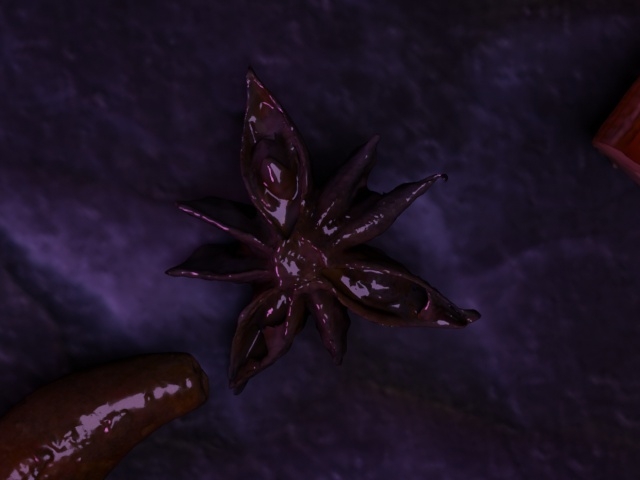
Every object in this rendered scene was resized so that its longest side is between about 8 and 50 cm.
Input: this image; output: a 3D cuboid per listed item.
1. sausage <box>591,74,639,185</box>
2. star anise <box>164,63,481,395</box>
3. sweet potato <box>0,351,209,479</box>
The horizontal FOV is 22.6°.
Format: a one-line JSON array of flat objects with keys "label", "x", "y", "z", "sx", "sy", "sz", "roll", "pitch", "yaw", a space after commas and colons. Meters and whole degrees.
[{"label": "sausage", "x": 0.237, "y": -0.139, "z": 0.640, "sx": 0.093, "sy": 0.093, "sz": 0.312, "roll": 35, "pitch": 94, "yaw": -17}, {"label": "star anise", "x": -0.007, "y": -0.009, "z": 0.641, "sx": 0.124, "sy": 0.056, "sz": 0.129, "roll": -18, "pitch": 104, "yaw": 15}, {"label": "sweet potato", "x": -0.146, "y": 0.133, "z": 0.650, "sx": 0.078, "sy": 0.058, "sz": 0.255, "roll": 30, "pitch": 101, "yaw": -37}]
